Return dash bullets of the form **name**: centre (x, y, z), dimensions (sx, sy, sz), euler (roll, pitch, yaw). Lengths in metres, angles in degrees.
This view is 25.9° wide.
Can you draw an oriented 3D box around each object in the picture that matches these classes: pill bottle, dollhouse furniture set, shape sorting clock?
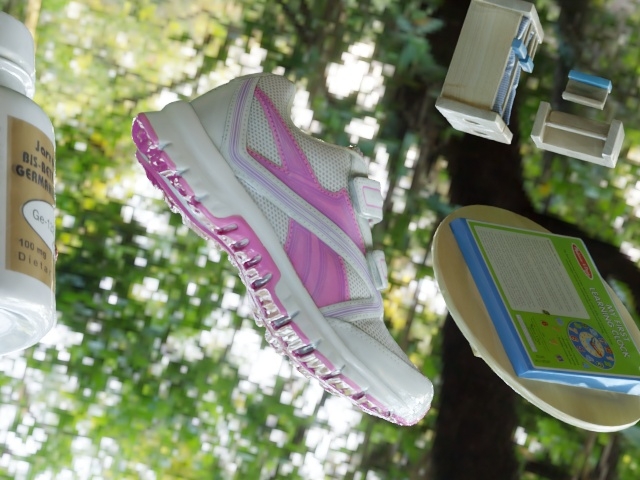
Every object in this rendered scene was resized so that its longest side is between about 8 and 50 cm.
- **pill bottle**: centre (-0.253, -0.043, 0.979), dimensions (0.131, 0.229, 0.131), euler (-4, 157, -2)
- **dollhouse furniture set**: centre (0.235, -0.162, 1.446), dimensions (0.183, 0.129, 0.129), euler (18, 179, 16)
- **shape sorting clock**: centre (0.167, 0.056, 1.038), dimensions (0.206, 0.040, 0.206), euler (22, -141, -19)

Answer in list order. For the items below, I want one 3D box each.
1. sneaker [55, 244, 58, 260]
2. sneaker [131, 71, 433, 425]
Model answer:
- **sneaker**: centre (-0.364, 0.028, 1.353), dimensions (0.225, 0.088, 0.093), euler (-13, -113, -29)
- **sneaker**: centre (0.000, 0.000, 0.845), dimensions (0.252, 0.111, 0.103), euler (54, 166, -9)
